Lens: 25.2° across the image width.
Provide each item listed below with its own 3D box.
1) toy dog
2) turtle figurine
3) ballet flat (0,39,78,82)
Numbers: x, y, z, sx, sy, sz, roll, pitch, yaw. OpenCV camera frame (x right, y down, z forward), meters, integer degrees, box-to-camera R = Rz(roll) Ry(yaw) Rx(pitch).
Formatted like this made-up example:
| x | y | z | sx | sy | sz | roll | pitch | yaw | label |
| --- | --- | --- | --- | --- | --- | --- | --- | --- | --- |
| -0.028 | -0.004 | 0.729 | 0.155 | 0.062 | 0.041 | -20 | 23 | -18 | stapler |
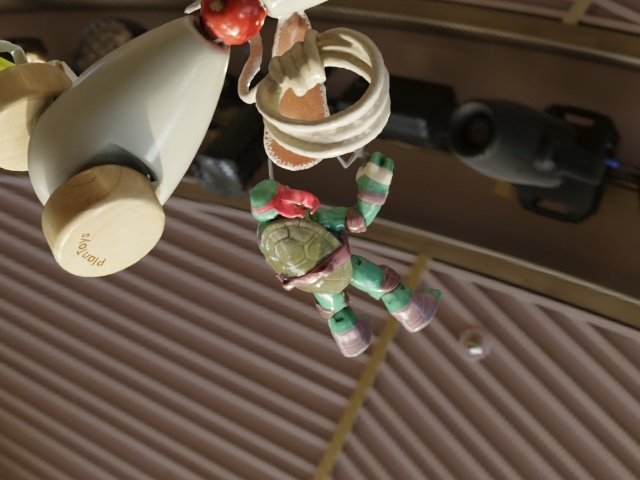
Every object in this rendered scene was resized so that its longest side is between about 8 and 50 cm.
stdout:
| x | y | z | sx | sy | sz | roll | pitch | yaw | label |
| --- | --- | --- | --- | --- | --- | --- | --- | --- | --- |
| -0.082 | -0.098 | 1.033 | 0.333 | 0.161 | 0.220 | -19 | -114 | 17 | toy dog |
| 0.000 | 0.000 | 1.310 | 0.175 | 0.234 | 0.118 | -12 | -144 | 43 | turtle figurine |
| -0.265 | -0.137 | 1.321 | 0.077 | 0.231 | 0.077 | -21 | -112 | 31 | ballet flat |
